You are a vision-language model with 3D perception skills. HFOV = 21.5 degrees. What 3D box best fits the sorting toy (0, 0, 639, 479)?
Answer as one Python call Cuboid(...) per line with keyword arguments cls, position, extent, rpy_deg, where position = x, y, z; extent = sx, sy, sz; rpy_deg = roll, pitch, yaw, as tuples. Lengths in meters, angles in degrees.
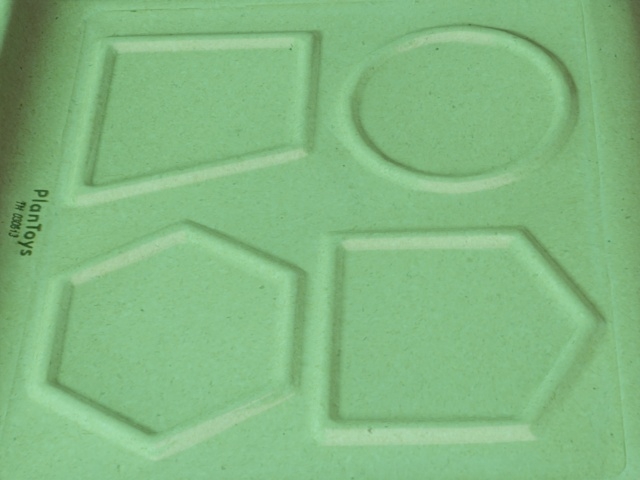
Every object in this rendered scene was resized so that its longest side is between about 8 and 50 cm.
Cuboid(cls="sorting toy", position=(0.000, 0.000, 0.469), extent=(0.208, 0.038, 0.193), rpy_deg=(2, 48, 1))
